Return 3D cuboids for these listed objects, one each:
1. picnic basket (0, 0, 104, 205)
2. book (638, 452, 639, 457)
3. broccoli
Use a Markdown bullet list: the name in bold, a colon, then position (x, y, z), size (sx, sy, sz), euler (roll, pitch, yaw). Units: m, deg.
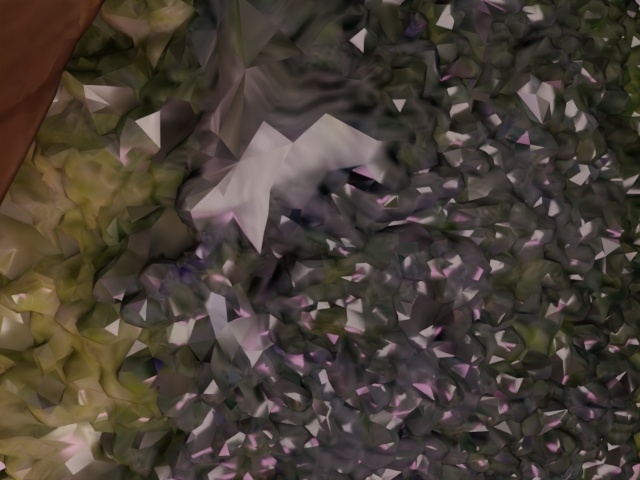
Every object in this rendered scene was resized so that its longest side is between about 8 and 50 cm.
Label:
- **picnic basket**: position (-0.167, -0.175, 0.318), size (0.337, 0.293, 0.337), euler (-12, 118, -23)
- **book**: position (0.131, 0.105, 0.553), size (0.138, 0.016, 0.199), euler (15, 105, -7)
- **broccoli**: position (0.002, 0.002, 0.458), size (0.198, 0.176, 0.226), euler (-22, 151, -36)
